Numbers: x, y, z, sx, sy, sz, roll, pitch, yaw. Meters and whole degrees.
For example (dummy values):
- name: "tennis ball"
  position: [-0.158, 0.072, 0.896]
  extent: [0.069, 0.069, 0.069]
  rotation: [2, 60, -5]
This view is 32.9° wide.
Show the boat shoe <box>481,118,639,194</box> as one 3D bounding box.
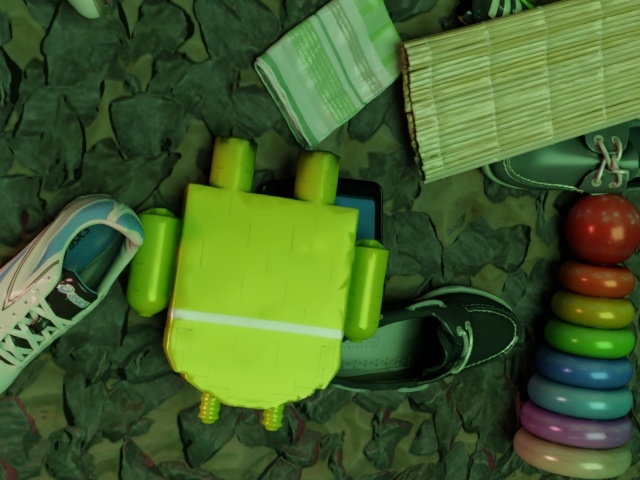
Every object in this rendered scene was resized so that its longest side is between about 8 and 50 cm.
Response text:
- name: "boat shoe"
  position: [0.330, -0.108, 1.240]
  extent: [0.319, 0.099, 0.116]
  rotation: [-5, 110, -28]

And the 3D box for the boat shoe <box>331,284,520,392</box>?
- name: "boat shoe"
  position: [0.108, 0.115, 1.182]
  extent: [0.302, 0.091, 0.114]
  rotation: [-5, 107, -29]

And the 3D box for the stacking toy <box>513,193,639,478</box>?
- name: "stacking toy"
  position: [0.316, 0.106, 1.292]
  extent: [0.141, 0.141, 0.330]
  rotation: [2, 97, -31]

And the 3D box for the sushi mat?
- name: "sushi mat"
  position: [0.237, -0.172, 1.146]
  extent: [0.316, 0.019, 0.151]
  rotation: [-17, 115, -13]

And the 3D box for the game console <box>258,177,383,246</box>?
- name: "game console"
  position: [0.000, 0.000, 1.096]
  extent: [0.107, 0.071, 0.122]
  rotation: [-10, 109, -28]

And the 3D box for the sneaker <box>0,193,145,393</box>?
- name: "sneaker"
  position: [-0.250, 0.057, 0.960]
  extent: [0.237, 0.086, 0.085]
  rotation: [-50, 124, -7]

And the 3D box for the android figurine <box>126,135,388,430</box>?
- name: "android figurine"
  position: [-0.058, 0.043, 1.034]
  extent: [0.248, 0.056, 0.273]
  rotation: [7, 88, -13]

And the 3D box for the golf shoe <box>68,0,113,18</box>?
- name: "golf shoe"
  position: [-0.242, -0.256, 0.891]
  extent: [0.086, 0.067, 0.186]
  rotation: [-28, 121, 10]

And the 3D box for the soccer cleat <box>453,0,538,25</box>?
- name: "soccer cleat"
  position: [0.186, -0.242, 1.148]
  extent: [0.072, 0.060, 0.179]
  rotation: [-41, 120, 5]

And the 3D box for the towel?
- name: "towel"
  position: [0.018, -0.176, 1.083]
  extent: [0.152, 0.023, 0.113]
  rotation: [-39, 121, -15]
